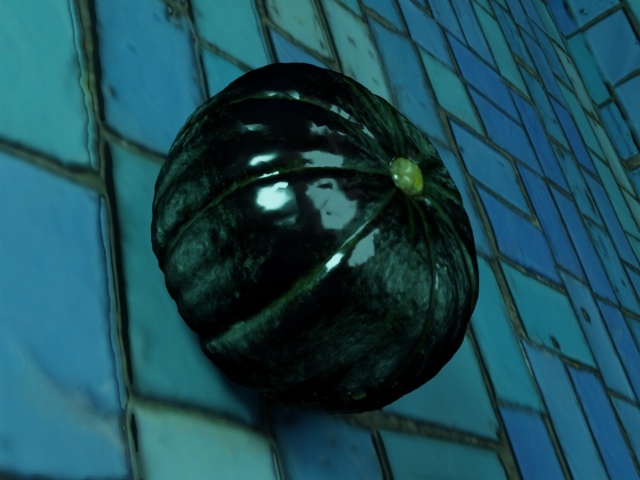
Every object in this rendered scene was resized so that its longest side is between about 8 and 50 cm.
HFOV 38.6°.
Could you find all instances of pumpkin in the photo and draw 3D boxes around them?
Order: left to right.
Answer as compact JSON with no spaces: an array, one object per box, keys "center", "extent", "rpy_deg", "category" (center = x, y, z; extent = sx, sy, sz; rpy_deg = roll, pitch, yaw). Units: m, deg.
[{"center":[0.000,0.000,0.568],"extent":[0.220,0.162,0.220],"rpy_deg":[33,38,-30],"category":"pumpkin"}]
